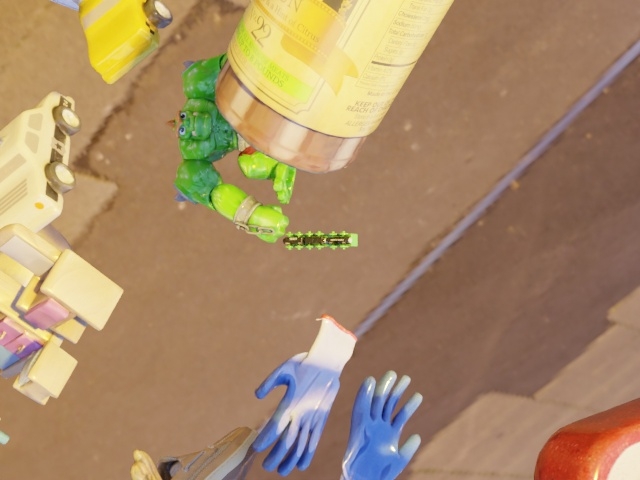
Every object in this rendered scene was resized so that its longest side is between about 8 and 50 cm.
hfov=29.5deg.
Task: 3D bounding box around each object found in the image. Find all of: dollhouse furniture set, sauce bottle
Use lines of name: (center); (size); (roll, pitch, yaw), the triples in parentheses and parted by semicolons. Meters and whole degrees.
dollhouse furniture set: (-0.389, 0.143, 1.151); (0.198, 0.303, 0.286); (37, 146, -19)
sauce bottle: (0.049, -0.199, 0.704); (0.111, 0.111, 0.344); (-3, 133, -43)

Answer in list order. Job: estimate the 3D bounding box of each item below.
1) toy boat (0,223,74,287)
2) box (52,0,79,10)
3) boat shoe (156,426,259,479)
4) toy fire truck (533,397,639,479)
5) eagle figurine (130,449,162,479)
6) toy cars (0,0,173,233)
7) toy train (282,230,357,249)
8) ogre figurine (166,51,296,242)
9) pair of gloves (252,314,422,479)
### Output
toy boat: (-0.491, 0.108, 1.804); (0.318, 0.267, 0.148); (-52, 135, -5)
box: (-0.420, -0.425, 1.467); (0.058, 0.322, 0.232); (-46, 151, 20)
boat shoe: (-0.111, 0.209, 1.071); (0.068, 0.072, 0.190); (-67, 171, 22)
toy fire truck: (0.194, 0.205, 0.523); (0.254, 0.302, 0.169); (-13, -175, -29)
eagle figurine: (-0.166, 0.286, 0.762); (0.298, 0.226, 0.225); (-50, 145, -24)
toy cars: (-0.277, -0.181, 1.330); (0.087, 0.176, 0.393); (37, 72, -35)
toy train: (0.000, 0.000, 1.172); (0.083, 0.017, 0.024); (-1, 179, 39)
ogre figurine: (-0.082, -0.101, 1.173); (0.097, 0.118, 0.197); (-47, 138, -70)
pair of gloves: (0.019, 0.166, 1.111); (0.198, 0.023, 0.159); (45, 58, -31)
